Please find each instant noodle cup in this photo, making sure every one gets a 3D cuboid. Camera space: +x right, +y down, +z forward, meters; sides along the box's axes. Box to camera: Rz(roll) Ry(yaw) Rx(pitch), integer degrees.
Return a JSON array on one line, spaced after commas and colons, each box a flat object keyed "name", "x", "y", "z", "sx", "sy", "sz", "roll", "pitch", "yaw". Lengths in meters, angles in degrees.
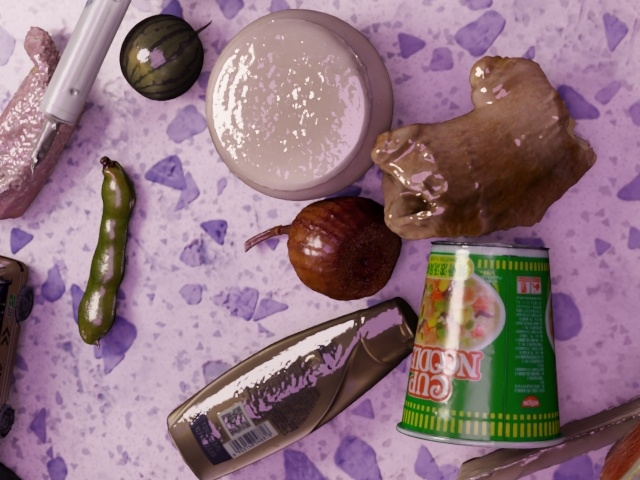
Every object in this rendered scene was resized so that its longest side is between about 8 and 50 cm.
[{"name": "instant noodle cup", "x": 0.198, "y": 0.119, "z": 1.571, "sx": 0.207, "sy": 0.207, "sz": 0.232, "roll": 2, "pitch": 89, "yaw": 13}]

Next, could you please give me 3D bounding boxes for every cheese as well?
[{"name": "cheese", "x": 0.348, "y": 0.229, "z": 1.592, "sx": 0.400, "sy": 0.085, "sz": 0.034, "roll": -25, "pitch": 94, "yaw": 14}]

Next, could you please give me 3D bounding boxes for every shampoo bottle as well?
[{"name": "shampoo bottle", "x": -0.029, "y": 0.184, "z": 1.674, "sx": 0.350, "sy": 0.084, "sz": 0.125, "roll": -32, "pitch": 91, "yaw": 14}]

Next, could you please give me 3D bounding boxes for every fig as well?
[{"name": "fig", "x": 0.000, "y": 0.000, "z": 1.644, "sx": 0.201, "sy": 0.146, "sz": 0.133, "roll": 15, "pitch": 76, "yaw": 50}]

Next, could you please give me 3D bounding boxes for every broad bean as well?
[{"name": "broad bean", "x": -0.282, "y": 0.016, "z": 1.728, "sx": 0.052, "sy": 0.053, "sz": 0.256, "roll": 19, "pitch": 103, "yaw": 49}]

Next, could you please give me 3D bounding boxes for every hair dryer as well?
[{"name": "hair dryer", "x": -0.290, "y": -0.247, "z": 1.609, "sx": 0.108, "sy": 0.173, "sz": 0.357, "roll": 24, "pitch": 96, "yaw": -29}]

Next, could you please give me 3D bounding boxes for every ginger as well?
[{"name": "ginger", "x": 0.189, "y": -0.106, "z": 1.544, "sx": 0.276, "sy": 0.130, "sz": 0.221, "roll": -2, "pitch": 105, "yaw": -15}]

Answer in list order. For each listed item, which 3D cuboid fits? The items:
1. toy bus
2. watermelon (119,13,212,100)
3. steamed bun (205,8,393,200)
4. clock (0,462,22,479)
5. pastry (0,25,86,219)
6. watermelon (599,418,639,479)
[{"name": "toy bus", "x": -0.484, "y": 0.157, "z": 1.722, "sx": 0.139, "sy": 0.157, "sz": 0.289, "roll": 11, "pitch": 90, "yaw": 11}, {"name": "watermelon", "x": -0.190, "y": -0.239, "z": 1.649, "sx": 0.133, "sy": 0.105, "sz": 0.105, "roll": -40, "pitch": 87, "yaw": -1}, {"name": "steamed bun", "x": -0.019, "y": -0.163, "z": 1.595, "sx": 0.232, "sy": 0.145, "sz": 0.231, "roll": 1, "pitch": 93, "yaw": 18}, {"name": "clock", "x": -0.520, "y": 0.440, "z": 1.829, "sx": 0.313, "sy": 0.061, "sz": 0.312, "roll": 2, "pitch": 97, "yaw": 13}, {"name": "pastry", "x": -0.381, "y": -0.138, "z": 1.707, "sx": 0.112, "sy": 0.103, "sz": 0.265, "roll": 25, "pitch": 104, "yaw": 1}, {"name": "watermelon", "x": 0.403, "y": 0.272, "z": 1.472, "sx": 0.176, "sy": 0.260, "sz": 0.256, "roll": -4, "pitch": 109, "yaw": 20}]
